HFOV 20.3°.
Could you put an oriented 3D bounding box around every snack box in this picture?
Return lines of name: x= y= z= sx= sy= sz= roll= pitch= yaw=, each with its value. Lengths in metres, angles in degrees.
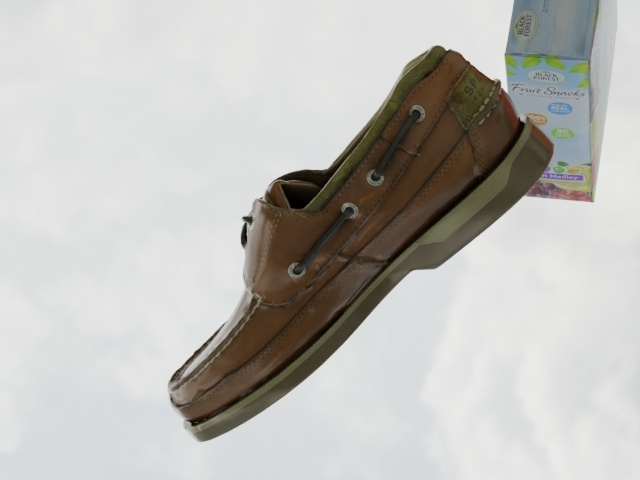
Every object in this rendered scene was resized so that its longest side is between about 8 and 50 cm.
snack box: x=0.191 y=-0.156 z=1.399 sx=0.070 sy=0.207 sz=0.175 roll=6 pitch=-118 yaw=11

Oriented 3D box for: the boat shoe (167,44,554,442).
boat shoe: x=0.000 y=0.000 z=1.122 sx=0.104 sy=0.307 sz=0.111 roll=44 pitch=-162 yaw=-12
